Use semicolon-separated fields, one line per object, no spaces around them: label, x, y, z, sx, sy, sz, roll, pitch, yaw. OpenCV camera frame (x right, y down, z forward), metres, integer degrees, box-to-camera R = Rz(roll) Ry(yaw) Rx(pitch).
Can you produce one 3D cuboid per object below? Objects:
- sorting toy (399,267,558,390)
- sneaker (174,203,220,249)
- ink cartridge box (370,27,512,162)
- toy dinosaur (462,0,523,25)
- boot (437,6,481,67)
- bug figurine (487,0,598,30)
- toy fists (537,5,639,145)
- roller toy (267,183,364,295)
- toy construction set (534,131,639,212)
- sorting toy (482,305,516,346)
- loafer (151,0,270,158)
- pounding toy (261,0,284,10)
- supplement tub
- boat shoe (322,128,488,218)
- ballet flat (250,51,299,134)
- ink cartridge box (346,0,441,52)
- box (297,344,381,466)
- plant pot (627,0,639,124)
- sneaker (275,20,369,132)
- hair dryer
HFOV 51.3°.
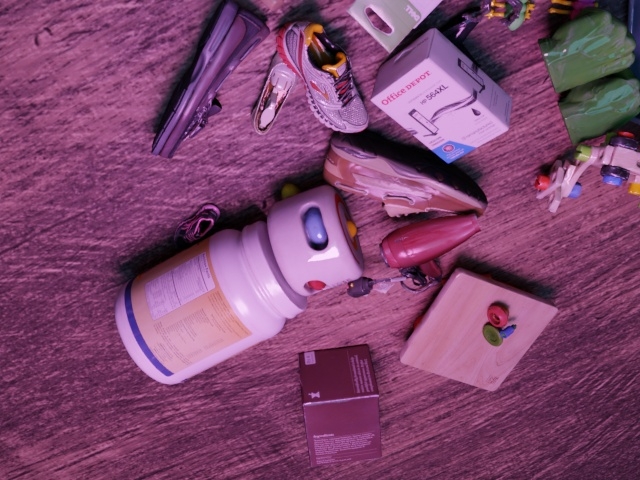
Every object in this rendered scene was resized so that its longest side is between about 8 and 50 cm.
sorting toy;0.337;0.184;1.474;0.255;0.089;0.257;20;118;-17
sneaker;-0.246;-0.019;1.306;0.047;0.057;0.119;38;112;-27
ink cartridge box;0.211;-0.248;1.167;0.203;0.086;0.148;33;144;-23
toy dinosaur;0.288;-0.404;1.054;0.268;0.064;0.118;7;120;-13
boot;0.250;-0.338;1.173;0.121;0.045;0.099;-31;118;20
bug figurine;0.393;-0.459;1.100;0.278;0.072;0.216;-2;122;-6
toy fists;0.483;-0.289;1.174;0.142;0.096;0.279;-19;139;20
roller toy;0.000;0.000;1.258;0.146;0.191;0.209;-19;119;12
toy construction set;0.584;-0.126;1.266;0.327;0.215;0.151;0;95;0
sorting toy;0.379;0.176;1.397;0.042;0.061;0.102;-28;136;-29
loafer;-0.191;-0.258;1.141;0.095;0.109;0.303;23;113;-24
pounding toy;-0.025;-0.501;1.030;0.269;0.155;0.154;-41;89;7
supplement tub;-0.207;0.117;1.292;0.316;0.228;0.228;-27;120;10
boat shoe;0.155;-0.110;1.269;0.323;0.123;0.120;21;122;-9
ballet flat;-0.076;-0.262;1.179;0.057;0.052;0.168;17;118;-16
ink cartridge box;0.148;-0.428;1.096;0.109;0.062;0.209;37;111;-26
box;0.044;0.375;1.511;0.166;0.168;0.203;-6;122;-2
plant pot;0.708;-0.321;1.132;0.252;0.247;0.248;-19;122;-10
sneaker;0.015;-0.274;1.141;0.225;0.092;0.088;49;67;-30
hair dryer;0.200;0.024;1.317;0.223;0.080;0.293;-3;155;-37
